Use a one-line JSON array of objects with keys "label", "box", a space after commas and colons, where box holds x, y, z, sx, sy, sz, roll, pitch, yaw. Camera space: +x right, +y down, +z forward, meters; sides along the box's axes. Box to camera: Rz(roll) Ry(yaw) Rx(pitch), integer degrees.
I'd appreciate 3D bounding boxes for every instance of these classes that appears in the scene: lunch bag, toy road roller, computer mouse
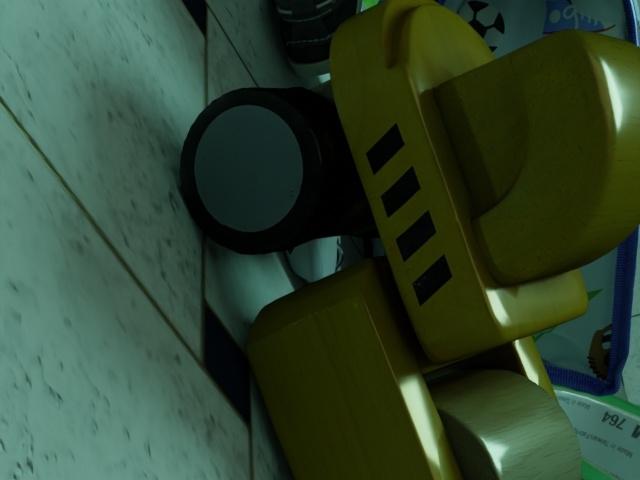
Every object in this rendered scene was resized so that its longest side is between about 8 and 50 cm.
[{"label": "lunch bag", "box": [0.150, -0.118, 1.130, 0.328, 0.238, 0.386, -78, 171, -68]}, {"label": "toy road roller", "box": [0.094, 0.017, 0.778, 0.202, 0.240, 0.330, -8, 77, -60]}, {"label": "computer mouse", "box": [0.000, 0.000, 0.938, 0.193, 0.042, 0.106, 68, 14, 1]}]

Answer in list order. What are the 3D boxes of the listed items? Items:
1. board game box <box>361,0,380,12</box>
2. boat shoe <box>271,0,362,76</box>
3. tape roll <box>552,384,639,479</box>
[{"label": "board game box", "box": [0.066, -0.243, 1.613, 0.259, 0.039, 0.124, 38, 33, -59]}, {"label": "boat shoe", "box": [-0.007, -0.239, 1.213, 0.233, 0.084, 0.079, -92, 160, -51]}, {"label": "tape roll", "box": [0.252, 0.207, 1.097, 0.321, 0.077, 0.321, 24, 12, -5]}]
